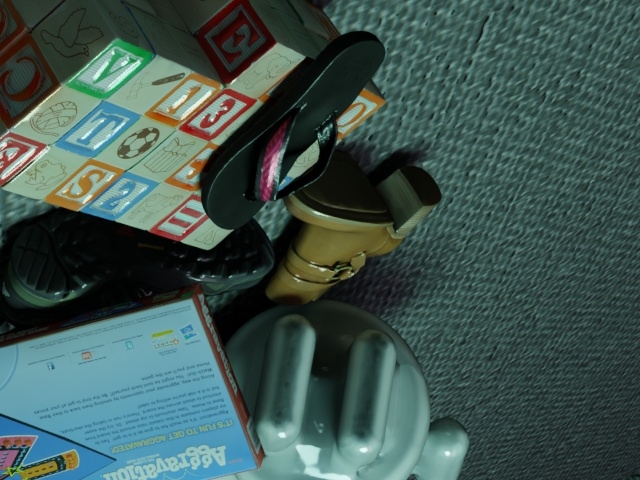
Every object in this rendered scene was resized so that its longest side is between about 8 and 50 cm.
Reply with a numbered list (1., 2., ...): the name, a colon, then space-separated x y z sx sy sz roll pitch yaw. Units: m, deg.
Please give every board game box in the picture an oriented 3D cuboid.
1. board game box: -0.195 0.132 1.347 0.281 0.145 0.027 -14 -162 14

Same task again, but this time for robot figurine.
1. robot figurine: -0.011 0.179 1.701 0.300 0.199 0.353 14 159 -2

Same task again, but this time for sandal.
1. sandal: -0.017 -0.061 1.186 0.067 0.040 0.179 -5 145 -50

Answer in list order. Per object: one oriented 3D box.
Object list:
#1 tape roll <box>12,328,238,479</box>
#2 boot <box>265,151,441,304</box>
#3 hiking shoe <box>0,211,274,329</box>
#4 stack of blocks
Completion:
1. tape roll: -0.212 0.193 1.526 0.246 0.169 0.246 -27 158 -12
2. boot: 0.000 0.000 1.543 0.152 0.073 0.197 -41 155 29
3. hiking shoe: -0.145 0.023 1.397 0.227 0.086 0.114 -4 154 -35
4. stack of blocks: -0.101 -0.099 1.169 0.171 0.087 0.297 -39 157 16
